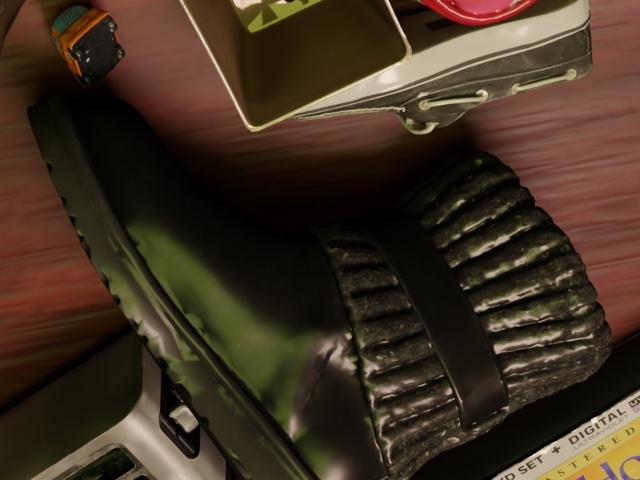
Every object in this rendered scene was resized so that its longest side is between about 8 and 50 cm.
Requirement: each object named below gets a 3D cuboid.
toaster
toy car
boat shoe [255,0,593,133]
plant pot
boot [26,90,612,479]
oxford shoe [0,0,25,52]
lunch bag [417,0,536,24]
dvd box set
[{"bbox_3d":[-0.144,0.174,1.128,0.186,0.110,0.168,-32,119,9],"label":"toaster"},{"bbox_3d":[-0.124,-0.154,0.999,0.040,0.060,0.122,39,91,18],"label":"toy car"},{"bbox_3d":[0.070,-0.104,1.026,0.219,0.078,0.070,-15,120,-3],"label":"boat shoe"},{"bbox_3d":[-0.021,-0.150,0.973,0.109,0.096,0.109,-25,120,5],"label":"plant pot"},{"bbox_3d":[0.000,0.001,1.035,0.260,0.131,0.348,-35,97,-8],"label":"boot"},{"bbox_3d":[-0.196,-0.157,0.940,0.083,0.096,0.227,20,112,-18],"label":"oxford shoe"},{"bbox_3d":[0.055,-0.280,0.795,0.293,0.120,0.258,38,95,-22],"label":"lunch bag"},{"bbox_3d":[0.275,0.273,1.284,0.308,0.062,0.420,-32,120,9],"label":"dvd box set"}]
